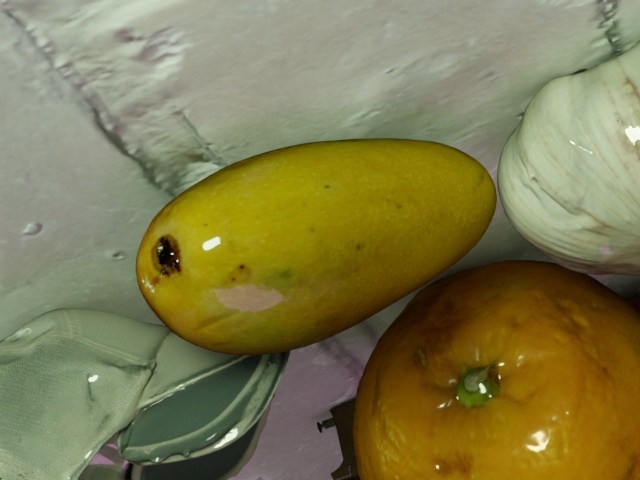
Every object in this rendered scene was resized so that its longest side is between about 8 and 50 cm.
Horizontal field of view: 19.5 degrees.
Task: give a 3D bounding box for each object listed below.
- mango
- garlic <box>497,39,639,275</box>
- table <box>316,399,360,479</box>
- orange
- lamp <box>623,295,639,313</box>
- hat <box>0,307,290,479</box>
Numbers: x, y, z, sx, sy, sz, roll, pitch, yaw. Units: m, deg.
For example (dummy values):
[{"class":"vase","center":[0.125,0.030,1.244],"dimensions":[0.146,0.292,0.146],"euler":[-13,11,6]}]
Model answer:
[{"class":"mango","center":[0.000,0.000,1.143],"dimensions":[0.253,0.113,0.138],"euler":[-15,147,-30]},{"class":"garlic","center":[0.230,-0.007,1.176],"dimensions":[0.199,0.226,0.199],"euler":[-21,157,-10]},{"class":"table","center":[0.051,0.182,1.703],"dimensions":[0.082,0.070,0.083],"euler":[-22,161,15]},{"class":"orange","center":[0.152,0.145,1.425],"dimensions":[0.261,0.261,0.261],"euler":[-17,159,-7]},{"class":"lamp","center":[0.291,0.150,1.656],"dimensions":[0.227,0.227,0.227],"euler":[-17,159,-7]},{"class":"hat","center":[-0.124,0.104,1.240],"dimensions":[0.275,0.161,0.232],"euler":[-32,174,-10]}]
